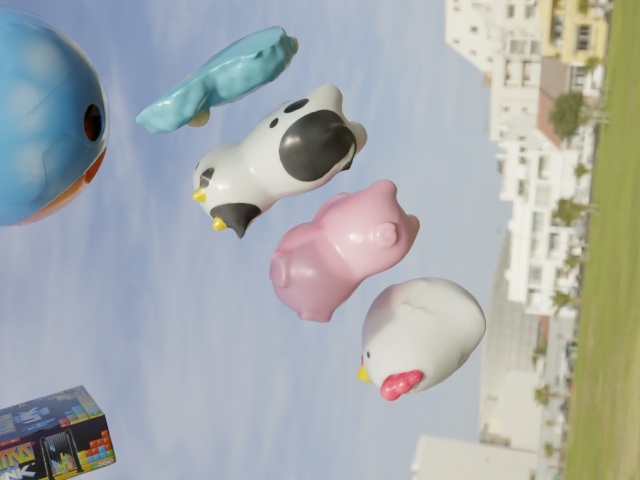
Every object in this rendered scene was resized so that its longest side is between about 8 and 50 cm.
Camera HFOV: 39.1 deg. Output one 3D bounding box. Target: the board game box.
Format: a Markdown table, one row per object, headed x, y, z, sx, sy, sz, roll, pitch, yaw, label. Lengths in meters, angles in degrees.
| x | y | z | sx | sy | sz | roll | pitch | yaw | label |
| --- | --- | --- | --- | --- | --- | --- | --- | --- | --- |
| -0.268 | 0.182 | 0.808 | 0.170 | 0.141 | 0.048 | 178 | 79 | -68 | board game box |

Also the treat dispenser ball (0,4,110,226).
| x | y | z | sx | sy | sz | roll | pitch | yaw | label |
| --- | --- | --- | --- | --- | --- | --- | --- | --- | --- |
| -0.420 | -0.160 | 1.170 | 0.288 | 0.288 | 0.288 | 5 | -90 | -75 | treat dispenser ball |

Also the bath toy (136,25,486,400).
| x | y | z | sx | sy | sz | roll | pitch | yaw | label |
| --- | --- | --- | --- | --- | --- | --- | --- | --- | --- |
| 0.000 | 0.000 | 0.760 | 0.348 | 0.151 | 0.129 | 52 | -139 | -13 | bath toy |
